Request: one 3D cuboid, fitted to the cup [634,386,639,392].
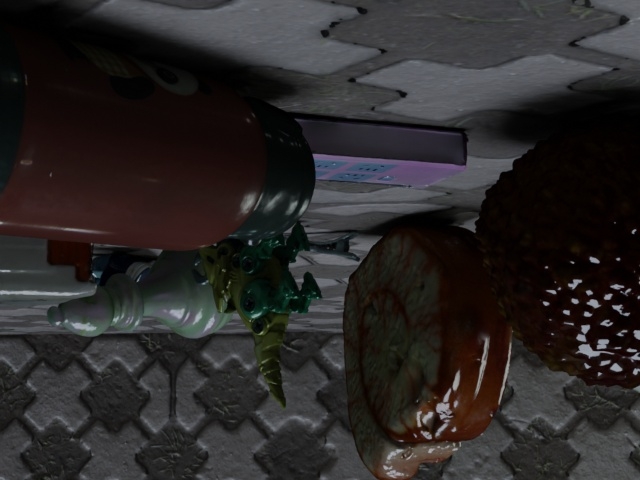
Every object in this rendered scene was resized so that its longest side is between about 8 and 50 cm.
[{"bbox_3d":[0.393,0.069,1.456,0.274,0.253,0.253,22,164,-19],"label":"cup"}]

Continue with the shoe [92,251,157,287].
[{"bbox_3d":[-0.305,0.057,2.011,0.106,0.091,0.207,22,177,3],"label":"shoe"}]

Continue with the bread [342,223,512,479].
[{"bbox_3d":[0.127,0.128,1.688,0.114,0.295,0.328,2,147,-20],"label":"bread"}]

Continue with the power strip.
[{"bbox_3d":[-0.006,-0.080,1.164,0.279,0.038,0.109,3,171,-21],"label":"power strip"}]

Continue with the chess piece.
[{"bbox_3d":[-0.251,0.079,1.761,0.139,0.139,0.271,-8,-179,43],"label":"chess piece"}]

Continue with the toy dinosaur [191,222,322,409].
[{"bbox_3d":[-0.069,0.081,1.664,0.153,0.259,0.094,-36,156,27],"label":"toy dinosaur"}]

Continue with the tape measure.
[{"bbox_3d":[-0.410,0.024,1.590,0.258,0.130,0.265,0,172,-16],"label":"tape measure"}]

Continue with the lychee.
[{"bbox_3d":[0.247,0.005,1.110,0.236,0.236,0.271,3,-163,-20],"label":"lychee"}]

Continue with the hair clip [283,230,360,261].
[{"bbox_3d":[0.000,0.000,1.779,0.115,0.039,0.030,9,167,20],"label":"hair clip"}]

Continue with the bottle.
[{"bbox_3d":[-0.142,-0.063,0.936,0.144,0.144,0.336,-6,171,39],"label":"bottle"}]
